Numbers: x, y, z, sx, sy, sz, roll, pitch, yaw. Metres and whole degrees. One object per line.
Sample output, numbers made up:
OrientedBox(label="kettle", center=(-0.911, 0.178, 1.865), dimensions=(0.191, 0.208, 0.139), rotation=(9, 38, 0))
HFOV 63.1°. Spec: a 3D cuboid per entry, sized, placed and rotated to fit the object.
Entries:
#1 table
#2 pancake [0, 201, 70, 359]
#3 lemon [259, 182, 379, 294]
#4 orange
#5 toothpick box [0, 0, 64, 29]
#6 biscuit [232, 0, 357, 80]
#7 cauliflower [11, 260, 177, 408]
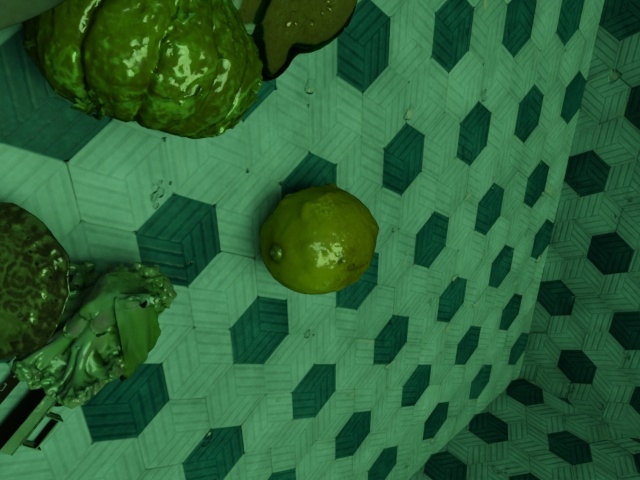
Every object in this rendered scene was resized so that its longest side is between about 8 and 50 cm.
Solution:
OrientedBox(label="table", center=(-0.492, 0.280, 0.883), dimensions=(0.146, 0.062, 0.175), rotation=(-53, 135, -11))
OrientedBox(label="pancake", center=(-0.451, 0.052, 0.712), dimensions=(0.212, 0.029, 0.235), rotation=(-36, 91, 0))
OrientedBox(label="lemon", center=(0.000, 0.000, 1.114), dimensions=(0.288, 0.234, 0.233), rotation=(-15, 121, -42))
OrientedBox(label="orange", center=(-0.216, -0.258, 0.697), dimensions=(0.301, 0.300, 0.223), rotation=(9, 109, -45))
OrientedBox(label="toothpick box", center=(-0.403, -0.372, 0.371), dimensions=(0.409, 0.409, 0.425), rotation=(-34, 134, -29))
OrientedBox(label="biscuit", center=(-0.047, -0.404, 0.895), dimensions=(0.344, 0.057, 0.287), rotation=(-12, 142, -58))
OrientedBox(label="cauliflower", center=(-0.332, 0.111, 0.807), dimensions=(0.257, 0.238, 0.315), rotation=(-12, 162, -44))
